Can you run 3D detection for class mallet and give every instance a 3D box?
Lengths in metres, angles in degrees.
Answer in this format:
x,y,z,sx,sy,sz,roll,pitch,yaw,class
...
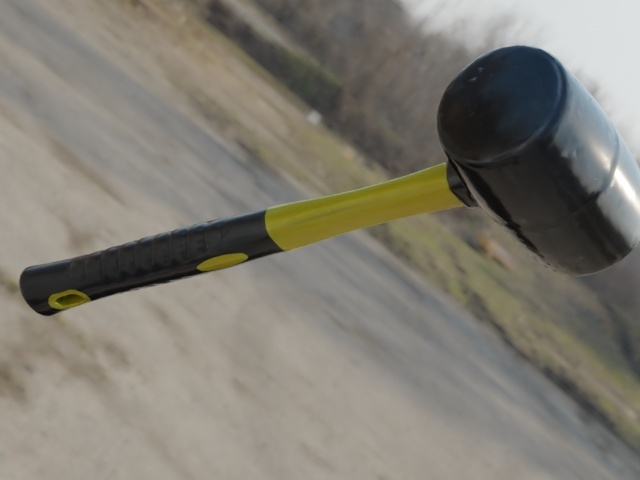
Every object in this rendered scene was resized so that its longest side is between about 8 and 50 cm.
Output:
x,y,z,sx,sy,sz,roll,pitch,yaw,class
0.000,0.000,0.453,0.062,0.189,0.039,36,48,-39,mallet
